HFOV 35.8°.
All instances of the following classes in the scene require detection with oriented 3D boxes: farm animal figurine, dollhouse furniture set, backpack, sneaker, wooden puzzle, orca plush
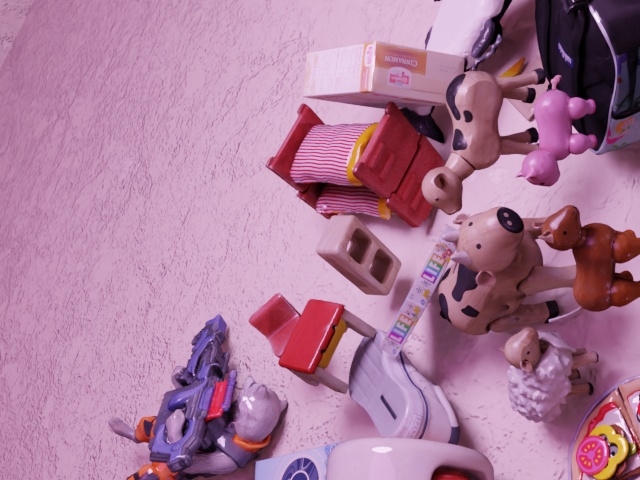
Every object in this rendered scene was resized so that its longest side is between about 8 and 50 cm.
[{"bbox_3d":[0.199,-0.007,1.099,0.330,0.172,0.326,-111,20,-43],"label":"farm animal figurine"},{"bbox_3d":[0.000,0.000,1.365,0.201,0.152,0.374,5,61,48],"label":"dollhouse furniture set"},{"bbox_3d":[0.337,-0.230,1.111,0.191,0.253,0.225,-15,54,-2],"label":"backpack"},{"bbox_3d":[0.103,0.197,1.261,0.094,0.091,0.258,-59,19,14],"label":"sneaker"},{"bbox_3d":[0.286,-0.205,1.329,0.078,0.014,0.116,-47,42,26],"label":"wooden puzzle"},{"bbox_3d":[0.217,-0.270,1.376,0.151,0.102,0.287,46,125,53],"label":"orca plush"}]

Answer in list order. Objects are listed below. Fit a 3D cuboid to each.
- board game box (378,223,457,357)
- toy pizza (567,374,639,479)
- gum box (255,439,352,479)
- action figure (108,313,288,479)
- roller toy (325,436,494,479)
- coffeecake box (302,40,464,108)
[{"bbox_3d":[0.128,0.063,1.252,0.154,0.026,0.103,-55,-9,-45],"label":"board game box"},{"bbox_3d":[0.340,0.232,1.023,0.201,0.032,0.201,-24,54,37],"label":"toy pizza"},{"bbox_3d":[-0.015,0.363,1.332,0.184,0.041,0.156,-24,54,39],"label":"gum box"},{"bbox_3d":[-0.189,0.284,1.519,0.330,0.178,0.341,-27,25,28],"label":"action figure"},{"bbox_3d":[0.098,0.309,1.116,0.191,0.209,0.146,1,68,11],"label":"roller toy"},{"bbox_3d":[0.083,-0.223,1.356,0.185,0.142,0.068,11,96,60],"label":"coffeecake box"}]
